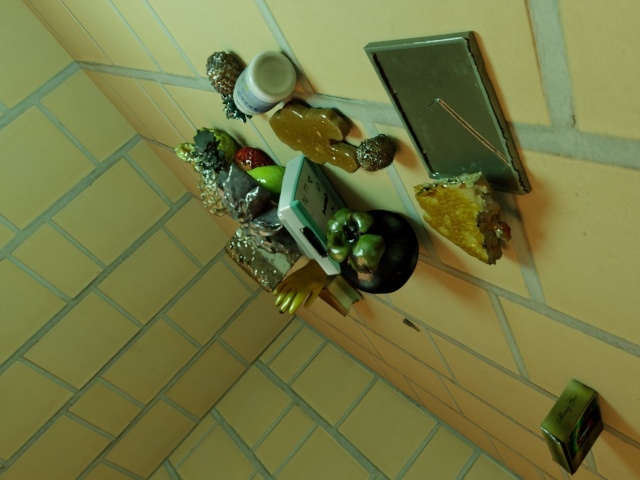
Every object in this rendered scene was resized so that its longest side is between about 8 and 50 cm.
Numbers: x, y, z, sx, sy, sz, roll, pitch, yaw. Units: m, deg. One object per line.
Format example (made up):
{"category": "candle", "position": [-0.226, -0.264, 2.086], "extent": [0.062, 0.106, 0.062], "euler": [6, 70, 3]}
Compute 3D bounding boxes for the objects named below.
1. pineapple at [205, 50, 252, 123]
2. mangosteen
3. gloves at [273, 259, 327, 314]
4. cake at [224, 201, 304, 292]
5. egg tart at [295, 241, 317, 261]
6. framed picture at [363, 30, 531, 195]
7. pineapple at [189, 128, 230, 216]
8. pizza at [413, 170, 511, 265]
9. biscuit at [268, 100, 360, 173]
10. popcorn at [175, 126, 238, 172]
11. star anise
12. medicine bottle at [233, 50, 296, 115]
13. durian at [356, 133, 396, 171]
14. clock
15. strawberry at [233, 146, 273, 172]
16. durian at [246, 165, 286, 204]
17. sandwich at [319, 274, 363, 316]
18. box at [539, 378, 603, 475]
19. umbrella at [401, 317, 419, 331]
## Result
{"category": "pineapple", "position": [-0.227, -0.387, 1.255], "extent": [0.103, 0.083, 0.221], "euler": [39, 167, 19]}
{"category": "mangosteen", "position": [0.124, 0.021, 1.214], "extent": [0.243, 0.243, 0.243], "euler": [40, 165, 13]}
{"category": "gloves", "position": [-0.073, 0.178, 2.025], "extent": [0.133, 0.294, 0.116], "euler": [30, 159, 41]}
{"category": "cake", "position": [-0.187, 0.016, 1.881], "extent": [0.256, 0.290, 0.282], "euler": [45, 166, -2]}
{"category": "egg tart", "position": [0.000, 0.000, 1.528], "extent": [0.234, 0.094, 0.234], "euler": [22, -155, -11]}
{"category": "framed picture", "position": [0.203, -0.195, 0.802], "extent": [0.213, 0.016, 0.289], "euler": [22, 155, 53]}
{"category": "pineapple", "position": [-0.334, -0.226, 1.610], "extent": [0.158, 0.158, 0.278], "euler": [27, 137, 47]}
{"category": "pizza", "position": [0.258, -0.057, 0.901], "extent": [0.189, 0.071, 0.297], "euler": [36, 174, 29]}
{"category": "biscuit", "position": [-0.017, -0.251, 1.173], "extent": [0.295, 0.044, 0.186], "euler": [27, 155, 43]}
{"category": "popcorn", "position": [-0.390, -0.299, 1.735], "extent": [0.198, 0.213, 0.197], "euler": [172, 90, -66]}
{"category": "star anise", "position": [-0.189, -0.078, 1.427], "extent": [0.332, 0.118, 0.331], "euler": [43, 159, 22]}
{"category": "medicine bottle", "position": [-0.129, -0.338, 1.097], "extent": [0.102, 0.102, 0.187], "euler": [48, 164, -16]}
{"category": "durian", "position": [0.106, -0.172, 0.984], "extent": [0.080, 0.080, 0.091], "euler": [36, -153, 26]}
{"category": "clock", "position": [-0.023, -0.065, 1.339], "extent": [0.116, 0.231, 0.262], "euler": [-19, 128, 25]}
{"category": "strawberry", "position": [-0.212, -0.245, 1.608], "extent": [0.145, 0.086, 0.145], "euler": [42, 166, 13]}
{"category": "durian", "position": [-0.128, -0.159, 1.519], "extent": [0.251, 0.101, 0.139], "euler": [21, 142, -11]}
{"category": "sandwich", "position": [0.072, 0.236, 2.174], "extent": [0.186, 0.108, 0.220], "euler": [47, 163, -12]}
{"category": "box", "position": [0.642, 0.480, 1.270], "extent": [0.071, 0.159, 0.240], "euler": [30, 162, 47]}
{"category": "umbrella", "position": [0.340, 0.320, 1.891], "extent": [0.083, 0.020, 0.031], "euler": [31, 162, 24]}
